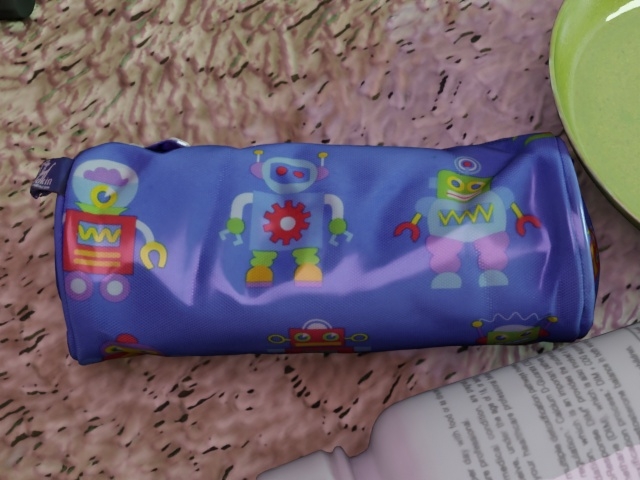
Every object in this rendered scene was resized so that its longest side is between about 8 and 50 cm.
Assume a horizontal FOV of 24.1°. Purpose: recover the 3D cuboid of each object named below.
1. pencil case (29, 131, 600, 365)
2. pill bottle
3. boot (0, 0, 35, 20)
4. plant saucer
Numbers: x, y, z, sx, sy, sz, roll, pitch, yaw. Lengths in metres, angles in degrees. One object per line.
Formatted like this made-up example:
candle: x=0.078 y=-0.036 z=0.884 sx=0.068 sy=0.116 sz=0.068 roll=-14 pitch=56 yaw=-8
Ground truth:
pencil case: x=0.000 y=0.000 z=0.839 sx=0.306 sy=0.119 sz=0.133 roll=-2 pitch=68 yaw=3
pill bottle: x=0.120 y=0.140 z=0.775 sx=0.283 sy=0.160 sz=0.160 roll=-18 pitch=76 yaw=-2
boot: x=-0.253 y=-0.231 z=0.937 sx=0.137 sy=0.077 sz=0.198 roll=-4 pitch=75 yaw=7
plant saucer: x=0.238 y=-0.068 z=0.849 sx=0.241 sy=0.037 sz=0.241 roll=7 pitch=57 yaw=-11
